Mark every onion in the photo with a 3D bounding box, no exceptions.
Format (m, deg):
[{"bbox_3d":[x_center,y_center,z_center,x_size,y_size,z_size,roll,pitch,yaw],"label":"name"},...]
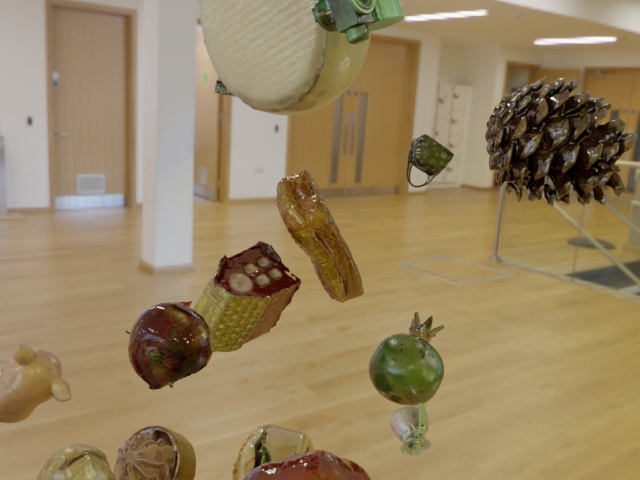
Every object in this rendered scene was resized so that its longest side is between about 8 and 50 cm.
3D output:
[{"bbox_3d":[-0.206,0.139,0.886,0.117,0.119,0.118,-23,9,8],"label":"onion"}]

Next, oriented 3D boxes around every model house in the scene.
[{"bbox_3d":[-0.195,0.141,1.501,0.160,0.196,0.254,41,33,14],"label":"model house"},{"bbox_3d":[-0.202,-0.381,1.523,0.078,0.083,0.066,14,24,17],"label":"model house"}]

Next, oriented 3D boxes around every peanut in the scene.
[{"bbox_3d":[-0.428,0.492,1.105,0.149,0.314,0.149,18,5,-1],"label":"peanut"}]

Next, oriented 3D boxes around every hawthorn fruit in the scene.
[{"bbox_3d":[-0.028,0.549,1.165,0.286,0.287,0.331,2,51,-7],"label":"hawthorn fruit"}]

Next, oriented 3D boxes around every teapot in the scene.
[{"bbox_3d":[0.152,0.304,1.058,0.064,0.083,0.064,11,38,-17],"label":"teapot"}]

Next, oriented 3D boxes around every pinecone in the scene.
[{"bbox_3d":[0.345,-0.140,0.947,0.204,0.184,0.179,12,17,29],"label":"pinecone"}]

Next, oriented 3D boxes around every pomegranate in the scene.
[{"bbox_3d":[0.219,0.283,1.572,0.181,0.182,0.224,10,52,32],"label":"pomegranate"}]

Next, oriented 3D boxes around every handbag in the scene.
[{"bbox_3d":[0.286,-0.211,1.825,0.115,0.139,0.072,33,-9,-14],"label":"handbag"}]

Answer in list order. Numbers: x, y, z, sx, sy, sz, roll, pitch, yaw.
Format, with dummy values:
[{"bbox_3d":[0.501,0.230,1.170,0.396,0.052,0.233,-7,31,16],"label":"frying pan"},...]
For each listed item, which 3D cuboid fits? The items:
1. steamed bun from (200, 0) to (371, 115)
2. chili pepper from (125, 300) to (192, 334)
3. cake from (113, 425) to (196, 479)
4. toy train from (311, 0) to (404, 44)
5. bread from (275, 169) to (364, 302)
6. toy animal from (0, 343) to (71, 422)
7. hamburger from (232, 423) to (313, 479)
[{"bbox_3d":[-0.052,-0.439,1.304,0.374,0.375,0.241,14,27,42],"label":"steamed bun"},{"bbox_3d":[-0.423,0.208,1.727,0.191,0.059,0.050,-27,49,-4],"label":"chili pepper"},{"bbox_3d":[-0.418,0.539,1.553,0.207,0.185,0.178,-29,-35,24],"label":"cake"},{"bbox_3d":[0.052,-0.439,1.038,0.159,0.248,0.101,-20,7,-40],"label":"toy train"},{"bbox_3d":[0.000,0.000,1.574,0.109,0.380,0.185,-28,51,0],"label":"bread"},{"bbox_3d":[-0.732,0.354,1.585,0.166,0.250,0.154,41,26,-32],"label":"toy animal"},{"bbox_3d":[-0.112,0.594,1.597,0.170,0.302,0.302,0,11,9],"label":"hamburger"}]
